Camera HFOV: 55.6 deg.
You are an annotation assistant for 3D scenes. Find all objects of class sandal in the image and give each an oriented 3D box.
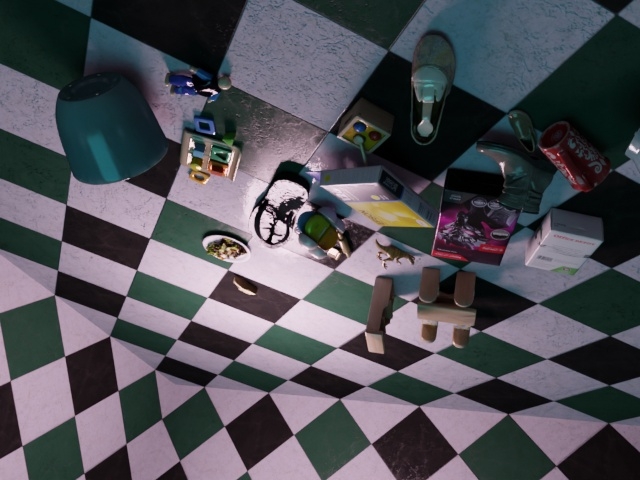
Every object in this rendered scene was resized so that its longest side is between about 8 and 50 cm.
[{"bbox_3d":[-0.162,-0.075,2.118,0.168,0.107,0.445,18,147,-7],"label":"sandal"}]

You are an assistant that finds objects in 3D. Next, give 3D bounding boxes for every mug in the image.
[{"bbox_3d":[0.654,-0.214,1.550,0.169,0.150,0.113,37,104,-24],"label":"mug"}]

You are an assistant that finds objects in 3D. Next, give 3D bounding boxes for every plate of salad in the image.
[{"bbox_3d":[-0.381,0.043,2.447,0.200,0.048,0.199,11,147,7],"label":"plate of salad"}]

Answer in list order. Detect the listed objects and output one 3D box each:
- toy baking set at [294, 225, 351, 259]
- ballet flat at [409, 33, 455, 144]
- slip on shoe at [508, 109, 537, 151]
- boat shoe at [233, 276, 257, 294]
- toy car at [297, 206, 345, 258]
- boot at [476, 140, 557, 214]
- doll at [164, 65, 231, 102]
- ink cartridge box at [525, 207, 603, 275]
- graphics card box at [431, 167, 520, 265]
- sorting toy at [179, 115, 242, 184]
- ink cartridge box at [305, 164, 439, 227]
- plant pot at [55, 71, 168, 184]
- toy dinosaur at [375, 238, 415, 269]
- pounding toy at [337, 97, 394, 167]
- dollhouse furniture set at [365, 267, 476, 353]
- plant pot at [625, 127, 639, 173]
[{"bbox_3d":[0.007,0.001,2.241,0.197,0.030,0.256,4,147,16],"label":"toy baking set"},{"bbox_3d":[0.272,-0.357,1.505,0.108,0.106,0.316,7,147,12],"label":"ballet flat"},{"bbox_3d":[0.527,-0.283,1.577,0.052,0.041,0.135,-9,141,33],"label":"slip on shoe"},{"bbox_3d":[-0.339,0.205,2.681,0.045,0.050,0.135,-22,134,36],"label":"boat shoe"},{"bbox_3d":[-0.016,-0.039,2.090,0.136,0.159,0.182,33,174,34],"label":"toy car"},{"bbox_3d":[0.513,-0.166,1.646,0.247,0.161,0.083,20,-167,-10],"label":"boot"},{"bbox_3d":[-0.337,-0.436,1.685,0.189,0.046,0.129,5,148,16],"label":"doll"},{"bbox_3d":[0.754,0.006,1.887,0.160,0.092,0.219,12,148,3],"label":"ink cartridge box"},{"bbox_3d":[0.482,-0.063,1.892,0.233,0.094,0.370,10,147,8],"label":"graphics card box"},{"bbox_3d":[-0.362,-0.263,1.964,0.196,0.047,0.347,19,148,-7],"label":"sorting toy"},{"bbox_3d":[0.149,-0.126,1.840,0.307,0.072,0.304,-1,158,44],"label":"ink cartridge box"},{"bbox_3d":[-0.615,-0.339,1.745,0.293,0.293,0.235,3,131,17],"label":"plant pot"},{"bbox_3d":[0.245,0.041,2.197,0.212,0.064,0.112,21,131,-27],"label":"toy dinosaur"},{"bbox_3d":[0.122,-0.291,1.674,0.130,0.100,0.141,26,147,-18],"label":"pounding toy"},{"bbox_3d":[0.393,0.305,2.346,0.395,0.256,0.362,6,147,14],"label":"dollhouse furniture set"},{"bbox_3d":[0.821,-0.226,1.362,0.196,0.293,0.293,33,154,21],"label":"plant pot"}]
